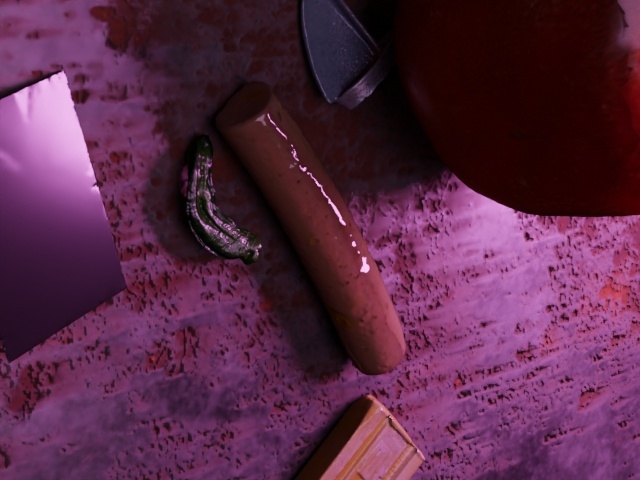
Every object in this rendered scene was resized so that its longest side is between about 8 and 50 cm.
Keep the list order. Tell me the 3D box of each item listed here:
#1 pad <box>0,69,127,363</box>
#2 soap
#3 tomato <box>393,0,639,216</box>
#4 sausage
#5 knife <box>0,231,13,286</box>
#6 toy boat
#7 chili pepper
[{"bbox_3d":[-0.217,-0.019,1.067,0.127,0.004,0.190,-34,120,-41],"label":"pad"},{"bbox_3d":[-0.004,0.263,1.294,0.252,0.037,0.092,-50,126,-16],"label":"soap"},{"bbox_3d":[0.229,-0.179,1.202,0.290,0.293,0.325,-55,137,-40],"label":"tomato"},{"bbox_3d":[0.002,-0.001,1.215,0.066,0.065,0.301,-43,125,-21],"label":"sausage"},{"bbox_3d":[-0.271,-0.032,1.027,0.044,0.023,0.162,-34,120,-27],"label":"knife"},{"bbox_3d":[0.011,-0.180,1.202,0.122,0.034,0.096,47,71,-26],"label":"toy boat"},{"bbox_3d":[-0.091,-0.026,1.160,0.055,0.035,0.118,-40,113,-37],"label":"chili pepper"}]
